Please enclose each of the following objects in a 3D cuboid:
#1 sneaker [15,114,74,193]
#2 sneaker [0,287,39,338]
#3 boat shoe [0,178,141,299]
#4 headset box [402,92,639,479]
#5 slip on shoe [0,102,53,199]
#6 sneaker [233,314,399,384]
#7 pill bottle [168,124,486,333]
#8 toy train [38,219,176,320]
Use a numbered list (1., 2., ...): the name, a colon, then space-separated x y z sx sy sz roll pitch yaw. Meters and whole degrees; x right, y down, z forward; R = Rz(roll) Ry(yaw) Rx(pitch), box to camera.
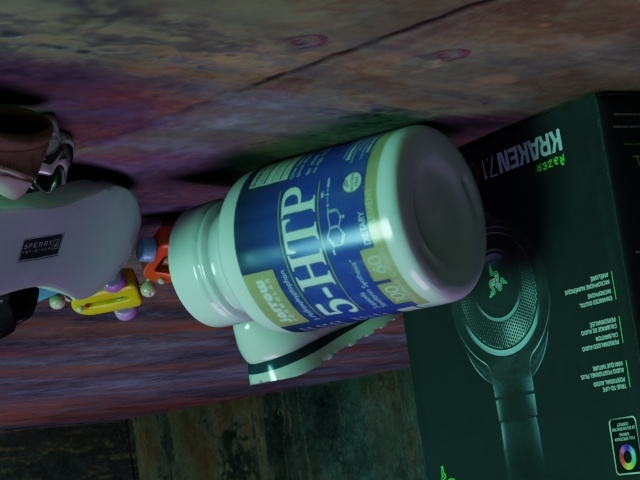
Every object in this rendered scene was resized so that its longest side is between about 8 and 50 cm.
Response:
1. sneaker: -0.150 -0.042 0.830 0.032 0.036 0.083 -9 173 0
2. sneaker: -0.271 0.031 0.962 0.146 0.102 0.293 -3 -179 16
3. boat shoe: -0.183 -0.010 0.932 0.070 0.077 0.219 24 -171 20
4. headset box: 0.175 0.070 1.029 0.131 0.283 0.246 -3 171 -31
5. slip on shoe: -0.175 -0.054 0.725 0.041 0.051 0.135 -50 150 10
6. sneaker: 0.003 0.055 1.473 0.090 0.094 0.235 -20 -175 37
7. pill bottle: 0.000 0.000 0.981 0.187 0.112 0.112 -14 169 34
8. toy train: -0.169 0.010 1.146 0.166 0.046 0.125 4 146 -22
